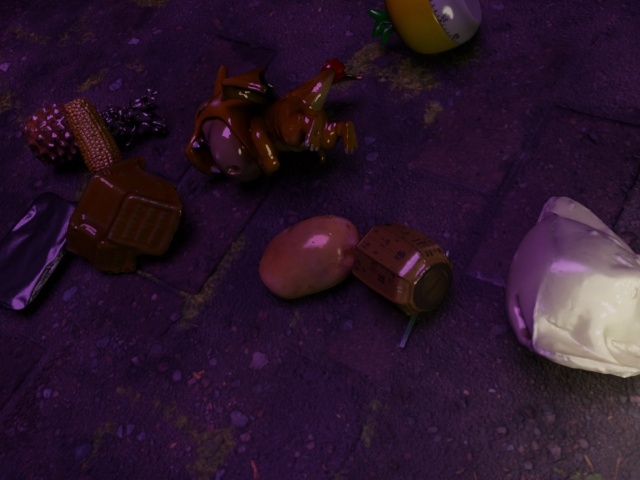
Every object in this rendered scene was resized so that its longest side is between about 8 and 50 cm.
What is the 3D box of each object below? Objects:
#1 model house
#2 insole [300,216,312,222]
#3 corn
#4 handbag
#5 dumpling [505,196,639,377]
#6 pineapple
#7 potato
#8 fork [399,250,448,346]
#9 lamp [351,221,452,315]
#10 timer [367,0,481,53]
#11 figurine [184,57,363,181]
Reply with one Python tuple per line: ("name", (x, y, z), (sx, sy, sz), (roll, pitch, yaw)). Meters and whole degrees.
("model house", (-0.445, -0.042, 1.618), (0.239, 0.173, 0.268), (31, 101, 16))
("insole", (0.000, 0.000, 1.544), (0.053, 0.002, 0.152), (-35, 56, -8))
("corn", (-0.558, -0.230, 1.712), (0.091, 0.260, 0.091), (-32, 19, -29))
("handbag", (-0.698, 0.018, 1.680), (0.192, 0.075, 0.332), (18, 63, 24))
("dumpling", (0.501, 0.096, 1.261), (0.316, 0.233, 0.395), (23, 47, -8))
("pineapple", (-0.592, -0.307, 1.802), (0.361, 0.175, 0.175), (-17, 55, 6))
("potato", (-0.024, 0.030, 1.457), (0.234, 0.146, 0.150), (-21, 26, 4))
("fork", (0.208, 0.119, 1.402), (0.039, 0.021, 0.235), (15, 64, 28))
("lamp", (0.162, 0.054, 1.361), (0.161, 0.161, 0.185), (-41, 40, -12))
("timer", (0.240, -0.585, 1.714), (0.285, 0.285, 0.285), (-7, 57, 11))
("figurine", (-0.106, -0.289, 1.619), (0.387, 0.268, 0.401), (5, 25, 37))
